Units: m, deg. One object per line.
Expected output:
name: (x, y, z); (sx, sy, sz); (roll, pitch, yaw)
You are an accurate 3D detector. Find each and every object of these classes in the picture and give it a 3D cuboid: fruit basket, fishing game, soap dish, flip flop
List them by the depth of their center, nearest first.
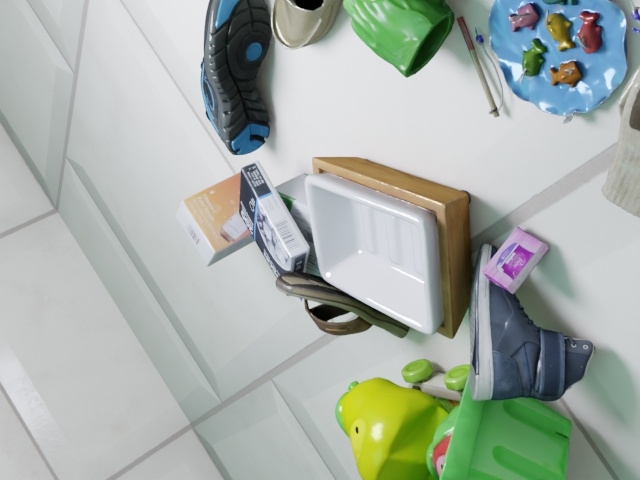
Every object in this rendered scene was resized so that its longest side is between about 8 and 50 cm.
fishing game: (0.255, -0.223, 0.854); (0.264, 0.041, 0.189); (-9, 106, 60)
fruit basket: (0.169, 0.362, 1.188); (0.392, 0.283, 0.392); (11, 125, 17)
soap dish: (0.110, -0.004, 1.193); (0.291, 0.118, 0.229); (26, 135, 46)
flip flop: (0.038, 0.129, 1.321); (0.277, 0.080, 0.112); (27, -177, -36)

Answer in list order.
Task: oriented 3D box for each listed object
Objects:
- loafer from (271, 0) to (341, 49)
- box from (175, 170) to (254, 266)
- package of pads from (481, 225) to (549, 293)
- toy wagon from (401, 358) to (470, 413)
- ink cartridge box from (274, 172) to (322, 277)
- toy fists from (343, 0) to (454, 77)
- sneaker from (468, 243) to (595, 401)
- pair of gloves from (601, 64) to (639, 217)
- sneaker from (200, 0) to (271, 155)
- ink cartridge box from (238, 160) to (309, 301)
loafer: (-0.021, -0.361, 1.101); (0.102, 0.092, 0.268); (57, 151, 4)
box: (-0.188, -0.049, 1.567); (0.130, 0.170, 0.091); (56, 153, 7)
package of pads: (0.263, 0.027, 1.027); (0.050, 0.083, 0.032); (37, 177, 37)
toy wagon: (0.235, 0.338, 1.370); (0.344, 0.068, 0.267); (-5, 112, 59)
ink cartridge box: (0.000, 0.000, 1.404); (0.153, 0.087, 0.208); (26, 136, 46)
toy fists: (0.117, -0.335, 0.911); (0.142, 0.096, 0.279); (46, 146, 12)
sneaker: (0.292, 0.114, 1.066); (0.086, 0.163, 0.226); (77, -165, -69)
pair of gloves: (0.403, -0.089, 0.740); (0.240, 0.042, 0.204); (27, 134, 35)
sneaker: (-0.171, -0.312, 1.351); (0.139, 0.125, 0.340); (45, 146, 33)
ink cartridge box: (-0.089, -0.006, 1.398); (0.206, 0.045, 0.208); (59, 161, 25)
